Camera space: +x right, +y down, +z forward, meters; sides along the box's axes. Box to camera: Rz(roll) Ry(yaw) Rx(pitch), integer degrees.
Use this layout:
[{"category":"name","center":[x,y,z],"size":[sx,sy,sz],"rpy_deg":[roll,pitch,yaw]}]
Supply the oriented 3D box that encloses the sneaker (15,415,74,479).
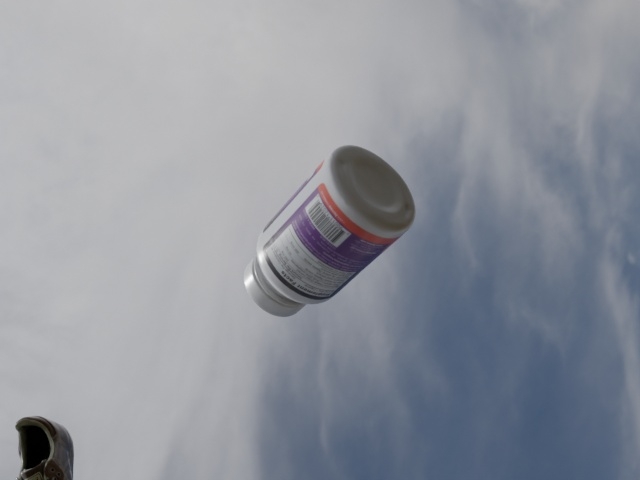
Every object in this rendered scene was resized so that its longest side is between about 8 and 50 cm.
[{"category":"sneaker","center":[-0.291,0.273,0.676],"size":[0.066,0.188,0.071],"rpy_deg":[-30,-36,-5]}]

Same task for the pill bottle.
[{"category":"pill bottle","center":[0.000,0.000,0.675],"size":[0.108,0.193,0.108],"rpy_deg":[25,-138,-25]}]
